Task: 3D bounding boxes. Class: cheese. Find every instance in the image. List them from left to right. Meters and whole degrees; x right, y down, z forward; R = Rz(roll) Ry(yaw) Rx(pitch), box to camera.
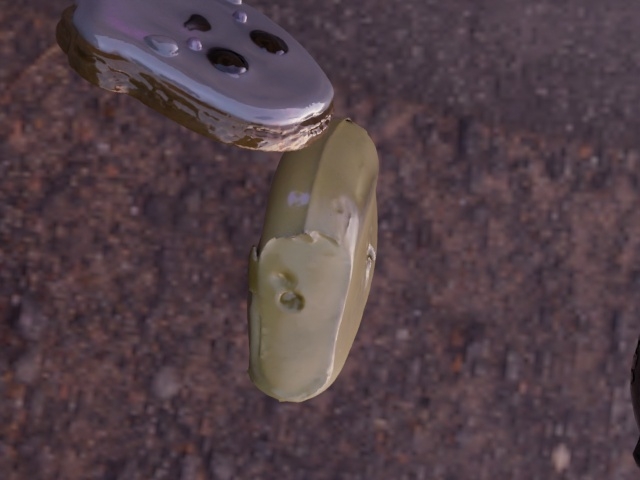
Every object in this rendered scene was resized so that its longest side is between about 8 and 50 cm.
[{"bbox_3d":[0.000,0.000,1.705,0.316,0.128,0.260,-78,-178,-59],"label":"cheese"}]

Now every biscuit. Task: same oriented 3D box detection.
[{"bbox_3d":[-0.083,-0.139,1.222,0.049,0.208,0.181,-66,175,31],"label":"biscuit"}]

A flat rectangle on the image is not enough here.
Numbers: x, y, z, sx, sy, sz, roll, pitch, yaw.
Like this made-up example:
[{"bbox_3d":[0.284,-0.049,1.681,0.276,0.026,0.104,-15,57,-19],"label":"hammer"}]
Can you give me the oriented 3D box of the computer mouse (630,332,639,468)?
[{"bbox_3d":[0.300,0.024,0.880,0.323,0.116,0.183,-47,111,-8],"label":"computer mouse"}]
